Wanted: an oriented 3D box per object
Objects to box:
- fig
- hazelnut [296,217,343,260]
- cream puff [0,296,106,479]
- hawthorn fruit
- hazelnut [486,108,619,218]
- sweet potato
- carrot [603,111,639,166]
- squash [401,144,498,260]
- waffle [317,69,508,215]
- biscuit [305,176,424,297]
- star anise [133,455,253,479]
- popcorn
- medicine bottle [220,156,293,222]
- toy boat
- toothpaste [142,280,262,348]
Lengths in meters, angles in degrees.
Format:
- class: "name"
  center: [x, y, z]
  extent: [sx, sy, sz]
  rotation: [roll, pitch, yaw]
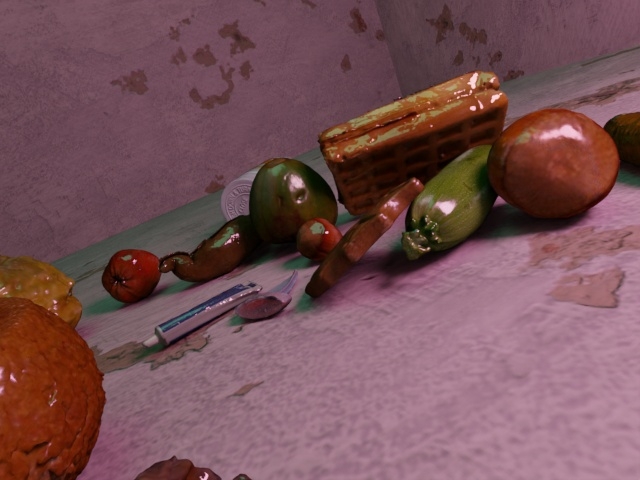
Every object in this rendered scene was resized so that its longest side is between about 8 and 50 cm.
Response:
- class: "fig"
  center: [-0.062, -0.075, 0.832]
  extent: [0.181, 0.191, 0.181]
  rotation: [-9, 35, 7]
- class: "hazelnut"
  center: [0.000, 0.000, 0.722]
  extent: [0.086, 0.086, 0.086]
  rotation: [-19, 17, 6]
- class: "cream puff"
  center: [-0.340, 0.180, 0.341]
  extent: [0.303, 0.212, 0.303]
  rotation: [-11, 15, 3]
- class: "hawthorn fruit"
  center: [-0.410, 0.073, 0.907]
  extent: [0.128, 0.128, 0.128]
  rotation: [-19, 17, 6]
- class: "hazelnut"
  center: [0.298, -0.095, 0.549]
  extent: [0.150, 0.150, 0.150]
  rotation: [-19, 17, 6]
- class: "sweet potato"
  center: [-0.195, 0.010, 0.887]
  extent: [0.124, 0.098, 0.310]
  rotation: [-14, 13, 46]
- class: "carrot"
  center: [0.466, -0.138, 0.569]
  extent: [0.082, 0.082, 0.173]
  rotation: [-16, 18, 16]
- class: "squash"
  center: [0.216, -0.071, 0.629]
  extent: [0.101, 0.101, 0.379]
  rotation: [-6, 20, 41]
- class: "waffle"
  center: [0.173, -0.169, 0.787]
  extent: [0.328, 0.224, 0.098]
  rotation: [-20, 59, 4]
- class: "biscuit"
  center: [0.061, -0.013, 0.572]
  extent: [0.215, 0.034, 0.182]
  rotation: [-48, -1, 37]
- class: "star anise"
  center: [-0.099, 0.194, 0.186]
  extent: [0.236, 0.109, 0.223]
  rotation: [-11, 15, 36]
- class: "popcorn"
  center: [-0.591, 0.146, 0.770]
  extent: [0.225, 0.249, 0.249]
  rotation: [-47, 7, 22]
- class: "medicine bottle"
  center: [-0.148, -0.144, 1.191]
  extent: [0.158, 0.158, 0.318]
  rotation: [-15, 18, 19]
- class: "toy boat"
  center: [-0.072, 0.082, 0.636]
  extent: [0.096, 0.034, 0.122]
  rotation: [-15, 9, 19]
- class: "toothpaste"
  center: [-0.183, 0.114, 0.649]
  extent: [0.197, 0.035, 0.057]
  rotation: [-28, 23, -32]
